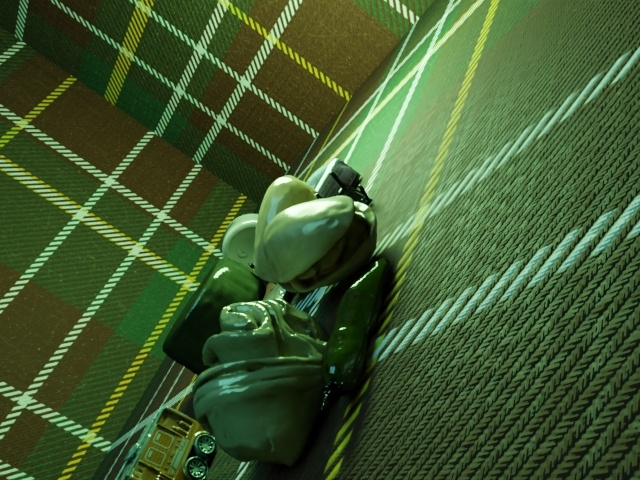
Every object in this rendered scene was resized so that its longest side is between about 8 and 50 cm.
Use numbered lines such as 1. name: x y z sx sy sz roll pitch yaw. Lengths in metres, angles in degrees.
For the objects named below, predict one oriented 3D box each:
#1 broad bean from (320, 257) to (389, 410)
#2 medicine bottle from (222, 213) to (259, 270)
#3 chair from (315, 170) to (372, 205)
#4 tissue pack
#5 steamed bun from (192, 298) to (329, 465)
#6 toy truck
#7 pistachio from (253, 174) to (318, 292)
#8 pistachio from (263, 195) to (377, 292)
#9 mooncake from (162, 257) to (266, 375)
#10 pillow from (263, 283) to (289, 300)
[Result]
1. broad bean: 0.052 0.139 0.957 0.077 0.061 0.339 -35 23 40
2. medicine bottle: -0.246 0.011 2.156 0.208 0.208 0.339 -55 11 2
3. chair: 0.073 -0.082 1.507 0.084 0.102 0.212 -56 -26 -7
4. tissue pack: -0.045 -0.056 1.777 0.361 0.122 0.259 -58 14 -25
5. steamed bun: -0.114 0.230 1.017 0.276 0.203 0.289 -44 17 44
6. toy truck: -0.348 0.512 1.262 0.136 0.162 0.305 -47 14 34
7. pistachio: -0.082 -0.025 1.532 0.187 0.188 0.299 150 132 -64
8. pistachio: 0.000 0.000 1.243 0.318 0.194 0.213 -19 47 53
9. mooncake: -0.313 0.232 1.824 0.356 0.194 0.356 -53 11 15
10. pillow: -0.132 0.170 1.674 0.233 0.038 0.130 -41 21 59
